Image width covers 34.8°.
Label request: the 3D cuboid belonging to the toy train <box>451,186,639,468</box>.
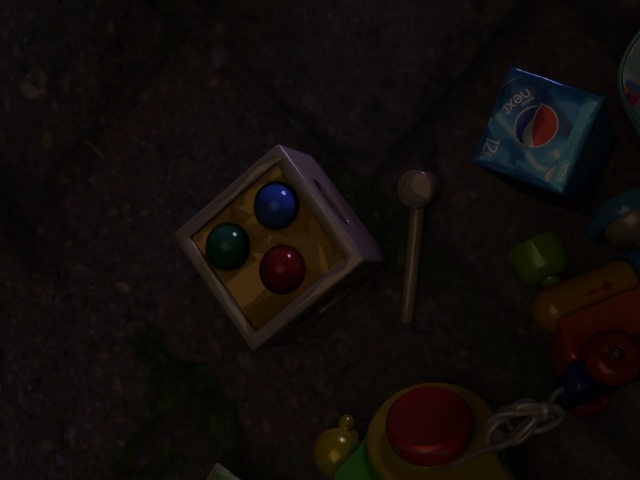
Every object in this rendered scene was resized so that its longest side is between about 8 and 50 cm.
[{"bbox_3d":[0.183,0.059,0.778,0.247,0.105,0.143,-20,67,-9],"label":"toy train"}]

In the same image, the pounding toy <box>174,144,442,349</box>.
[{"bbox_3d":[0.010,0.004,0.879,0.206,0.094,0.181,-40,76,14],"label":"pounding toy"}]

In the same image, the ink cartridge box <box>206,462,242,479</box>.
[{"bbox_3d":[-0.074,0.340,0.918,0.171,0.056,0.235,30,95,18],"label":"ink cartridge box"}]

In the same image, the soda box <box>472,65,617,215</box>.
[{"bbox_3d":[0.173,-0.068,0.762,0.067,0.210,0.071,23,95,19],"label":"soda box"}]

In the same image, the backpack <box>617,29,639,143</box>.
[{"bbox_3d":[0.314,-0.105,0.753,0.166,0.144,0.188,-43,72,19],"label":"backpack"}]

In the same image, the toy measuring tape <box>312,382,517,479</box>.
[{"bbox_3d":[0.153,0.178,0.811,0.330,0.121,0.122,5,89,20],"label":"toy measuring tape"}]
